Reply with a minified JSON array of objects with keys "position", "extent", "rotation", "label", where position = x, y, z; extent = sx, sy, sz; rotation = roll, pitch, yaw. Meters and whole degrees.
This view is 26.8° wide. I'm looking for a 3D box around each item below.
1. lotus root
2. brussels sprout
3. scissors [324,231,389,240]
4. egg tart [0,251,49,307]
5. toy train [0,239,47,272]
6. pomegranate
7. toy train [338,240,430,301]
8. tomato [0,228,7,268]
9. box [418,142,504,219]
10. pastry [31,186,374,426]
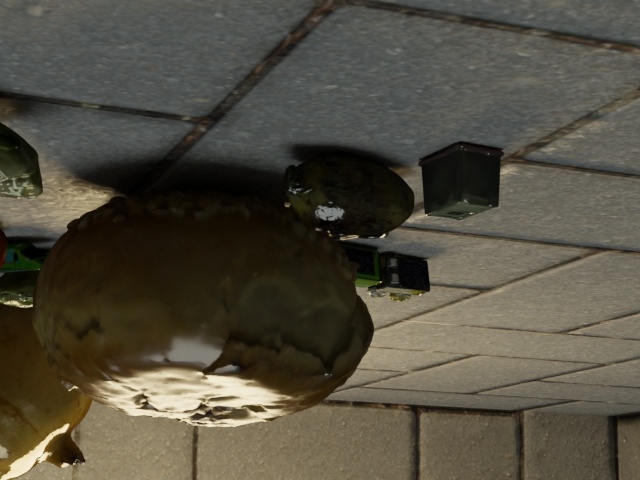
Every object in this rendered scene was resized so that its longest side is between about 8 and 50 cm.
[{"position":[0.033,-0.045,1.436],"extent":[0.179,0.081,0.089],"rotation":[12,164,-39],"label":"lotus root"},{"position":[-0.351,-0.087,1.263],"extent":[0.180,0.101,0.139],"rotation":[2,177,-12],"label":"brussels sprout"},{"position":[0.000,0.000,1.785],"extent":[0.088,0.017,0.220],"rotation":[6,167,-33],"label":"scissors"},{"position":[-0.394,0.064,1.965],"extent":[0.197,0.078,0.197],"rotation":[3,169,1],"label":"egg tart"},{"position":[-0.464,0.024,1.866],"extent":[0.209,0.042,0.044],"rotation":[-5,-171,21],"label":"toy train"},{"position":[-0.532,0.267,2.270],"extent":[0.342,0.343,0.342],"rotation":[1,167,0],"label":"pomegranate"},{"position":[0.071,0.046,1.885],"extent":[0.202,0.060,0.081],"rotation":[9,159,-37],"label":"toy train"},{"position":[-0.453,0.016,1.759],"extent":[0.087,0.075,0.087],"rotation":[5,168,1],"label":"tomato"},{"position":[0.147,-0.060,1.407],"extent":[0.060,0.063,0.084],"rotation":[9,164,-27],"label":"box"},{"position":[-0.139,0.076,1.596],"extent":[0.409,0.245,0.409],"rotation":[2,160,1],"label":"pastry"}]
